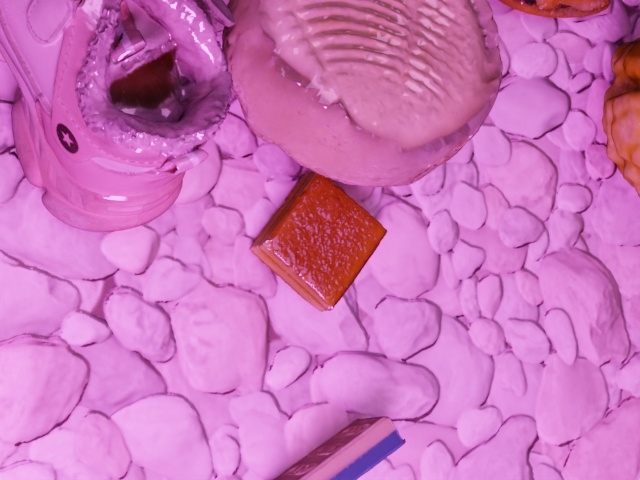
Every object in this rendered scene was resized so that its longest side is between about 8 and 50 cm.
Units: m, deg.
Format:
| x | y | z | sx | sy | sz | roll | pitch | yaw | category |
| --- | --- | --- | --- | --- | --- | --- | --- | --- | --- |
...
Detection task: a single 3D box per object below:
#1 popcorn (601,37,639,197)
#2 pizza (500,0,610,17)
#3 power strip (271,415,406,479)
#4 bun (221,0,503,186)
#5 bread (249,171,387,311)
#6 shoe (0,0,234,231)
| x | y | z | sx | sy | sz | roll | pitch | yaw | category |
| --- | --- | --- | --- | --- | --- | --- | --- | --- | --- |
| 0.394 | -0.122 | 1.490 | 0.249 | 0.249 | 0.225 | -33 | 109 | -29 | popcorn |
| 0.215 | -0.269 | 1.529 | 0.160 | 0.036 | 0.099 | 8 | 76 | -26 | pizza |
| 0.009 | 0.192 | 1.313 | 0.123 | 0.056 | 0.032 | -33 | 97 | -28 | power strip |
| 0.029 | -0.161 | 1.345 | 0.259 | 0.152 | 0.259 | 13 | 61 | -24 | bun |
| 0.000 | 0.000 | 1.361 | 0.090 | 0.035 | 0.094 | 43 | 64 | -14 | bread |
| -0.172 | -0.191 | 1.220 | 0.172 | 0.198 | 0.351 | -24 | 92 | -31 | shoe |
